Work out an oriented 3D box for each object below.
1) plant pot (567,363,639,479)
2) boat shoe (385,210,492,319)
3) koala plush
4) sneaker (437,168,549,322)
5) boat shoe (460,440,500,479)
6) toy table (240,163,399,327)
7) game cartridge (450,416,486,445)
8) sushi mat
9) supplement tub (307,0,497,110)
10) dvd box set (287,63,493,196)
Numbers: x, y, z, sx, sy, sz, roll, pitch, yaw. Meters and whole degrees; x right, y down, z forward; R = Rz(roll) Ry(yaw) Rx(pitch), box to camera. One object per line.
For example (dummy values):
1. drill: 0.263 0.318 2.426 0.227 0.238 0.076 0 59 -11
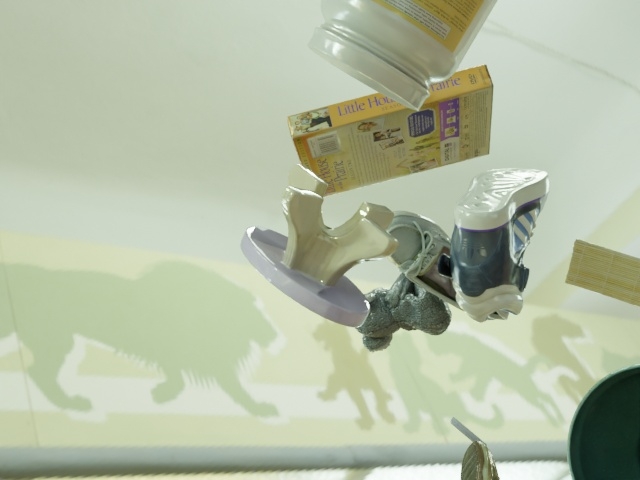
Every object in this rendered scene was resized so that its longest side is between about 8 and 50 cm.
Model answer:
1. plant pot: 0.590 0.360 1.527 0.293 0.293 0.196 -43 -34 24
2. boat shoe: 0.239 0.054 1.830 0.320 0.103 0.118 39 -82 -26
3. koala plush: 0.163 0.147 2.018 0.221 0.203 0.196 -23 -53 8
4. sneaker: 0.318 0.015 1.623 0.323 0.130 0.236 -34 -55 -55
5. boat shoe: 0.267 0.406 1.441 0.072 0.190 0.068 19 -47 -12
6. toy table: 0.000 0.000 1.478 0.252 0.274 0.161 0 -59 -58
7. game cartridge: 0.285 0.373 1.769 0.017 0.083 0.056 -50 -14 -6
8. sushi mat: 0.722 0.097 2.082 0.019 0.316 0.151 -51 -30 -39
9. supplement tub: 0.149 -0.393 1.404 0.241 0.241 0.331 24 -81 -47
10. dvd box set: 0.158 -0.224 1.969 0.420 0.062 0.307 -15 -24 3
